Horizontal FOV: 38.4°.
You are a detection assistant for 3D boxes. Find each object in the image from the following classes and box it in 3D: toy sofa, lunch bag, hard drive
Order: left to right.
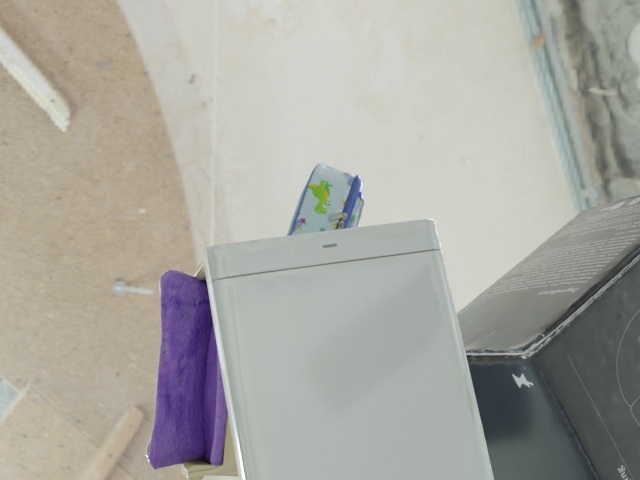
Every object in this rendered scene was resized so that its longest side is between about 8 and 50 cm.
[{"bbox_3d":[-0.187,0.214,1.535,0.177,0.150,0.363,6,-101,-14],"label":"toy sofa"},{"bbox_3d":[0.000,0.000,1.329,0.219,0.090,0.176,101,-173,-64],"label":"lunch bag"},{"bbox_3d":[0.033,0.164,0.855,0.233,0.047,0.353,-7,-104,-17],"label":"hard drive"}]

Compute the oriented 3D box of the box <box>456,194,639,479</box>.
[{"bbox_3d":[0.457,0.242,1.351,0.472,0.297,0.480,-34,-81,-31],"label":"box"}]
